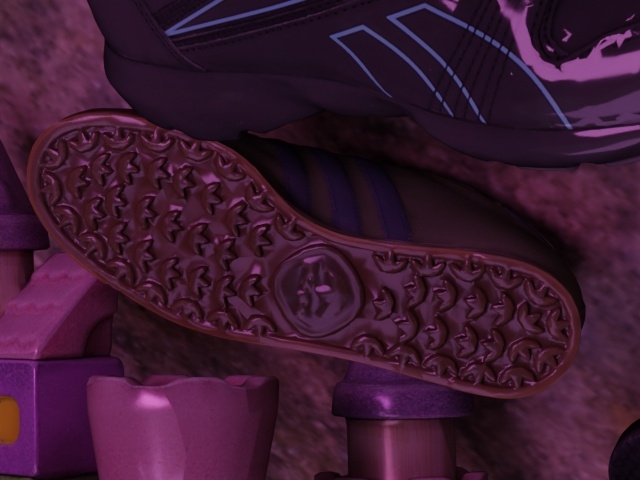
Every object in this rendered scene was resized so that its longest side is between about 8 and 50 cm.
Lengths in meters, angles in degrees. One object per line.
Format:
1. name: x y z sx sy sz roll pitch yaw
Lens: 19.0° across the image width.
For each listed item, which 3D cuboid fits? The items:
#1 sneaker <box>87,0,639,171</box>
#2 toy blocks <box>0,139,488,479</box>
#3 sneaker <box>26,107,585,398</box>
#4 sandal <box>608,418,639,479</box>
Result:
1. sneaker: 0.029 -0.085 0.542 0.267 0.101 0.106 1 130 33
2. toy blocks: -0.128 0.079 0.711 0.289 0.309 0.260 -2 88 46
3. sneaker: 0.000 0.000 0.662 0.192 0.086 0.064 19 105 9
4. sandal: 0.148 0.100 0.712 0.067 0.040 0.179 20 155 24
